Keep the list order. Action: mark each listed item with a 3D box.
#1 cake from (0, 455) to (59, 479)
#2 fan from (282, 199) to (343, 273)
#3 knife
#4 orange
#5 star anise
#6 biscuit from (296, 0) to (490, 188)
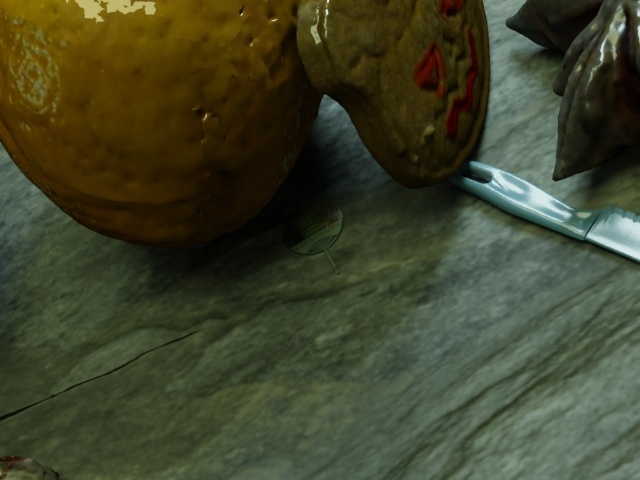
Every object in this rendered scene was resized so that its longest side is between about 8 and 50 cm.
[{"bbox_3d":[-0.338,0.248,1.031,0.220,0.117,0.086,-19,60,11],"label":"cake"},{"bbox_3d":[-0.008,-0.001,1.116,0.060,0.003,0.080,-8,57,20],"label":"fan"},{"bbox_3d":[0.236,-0.011,1.011,0.313,0.019,0.044,27,70,32],"label":"knife"},{"bbox_3d":[-0.143,-0.168,1.061,0.293,0.340,0.341,19,67,6],"label":"orange"},{"bbox_3d":[0.278,-0.176,1.019,0.315,0.108,0.315,-28,44,31],"label":"star anise"},{"bbox_3d":[0.075,-0.188,1.041,0.049,0.257,0.273,-14,47,32],"label":"biscuit"}]
